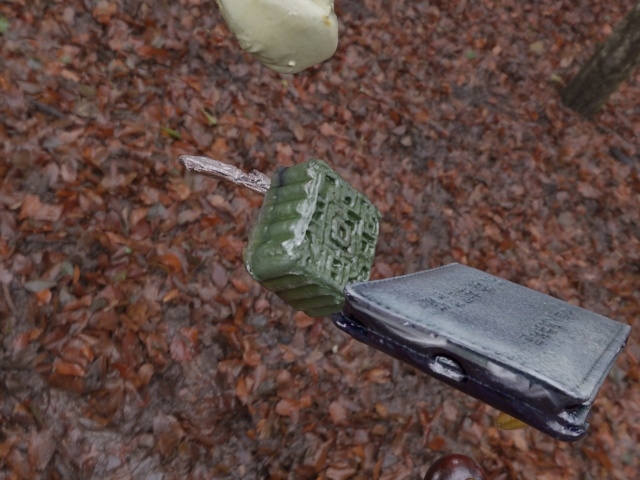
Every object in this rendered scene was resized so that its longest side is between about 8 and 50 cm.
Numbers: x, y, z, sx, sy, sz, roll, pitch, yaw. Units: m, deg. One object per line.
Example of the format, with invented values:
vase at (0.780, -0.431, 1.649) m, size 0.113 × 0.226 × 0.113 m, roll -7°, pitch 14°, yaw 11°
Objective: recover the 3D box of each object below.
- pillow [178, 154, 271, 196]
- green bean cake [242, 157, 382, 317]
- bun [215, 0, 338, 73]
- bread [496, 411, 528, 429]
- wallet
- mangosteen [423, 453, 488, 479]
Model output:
pillow at (-0.177, -0.135, 1.237) m, size 0.249 × 0.049 × 0.135 m, roll 16°, pitch 7°, yaw -11°
green bean cake at (0.000, 0.000, 0.808) m, size 0.173 × 0.094 × 0.181 m, roll 39°, pitch 56°, yaw -38°
bun at (-0.070, -0.335, 0.827) m, size 0.230 × 0.145 × 0.229 m, roll 23°, pitch 46°, yaw -26°
bread at (0.415, 0.311, 1.132) m, size 0.054 × 0.136 × 0.154 m, roll 37°, pitch 81°, yaw 7°
wallet at (0.129, 0.062, 0.428) m, size 0.168 × 0.036 × 0.222 m, roll 21°, pitch 17°, yaw 32°
mangosteen at (0.242, 0.444, 1.019) m, size 0.140 × 0.140 × 0.140 m, roll 16°, pitch 45°, yaw -17°
